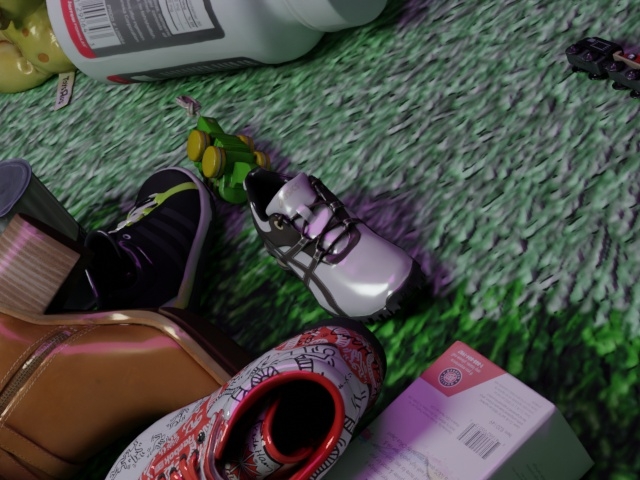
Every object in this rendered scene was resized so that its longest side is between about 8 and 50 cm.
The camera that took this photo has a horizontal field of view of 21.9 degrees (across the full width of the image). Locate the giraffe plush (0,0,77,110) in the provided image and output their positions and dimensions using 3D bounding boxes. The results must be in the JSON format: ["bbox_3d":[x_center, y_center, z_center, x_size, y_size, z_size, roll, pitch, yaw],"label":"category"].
[{"bbox_3d":[-0.328,-0.261,1.798,0.181,0.170,0.210,-32,36,7],"label":"giraffe plush"}]

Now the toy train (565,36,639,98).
[{"bbox_3d":[0.251,-0.131,1.301,0.036,0.027,0.158,-34,34,-15],"label":"toy train"}]

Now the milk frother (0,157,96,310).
[{"bbox_3d":[-0.285,0.019,1.487,0.129,0.135,0.143,17,62,49],"label":"milk frother"}]

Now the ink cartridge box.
[{"bbox_3d":[0.066,0.172,1.085,0.198,0.067,0.115,-42,35,-9],"label":"ink cartridge box"}]

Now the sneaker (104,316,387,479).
[{"bbox_3d":[-0.075,0.156,1.132,0.270,0.090,0.145,-38,2,13],"label":"sneaker"}]

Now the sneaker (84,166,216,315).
[{"bbox_3d":[-0.151,0.004,1.409,0.084,0.097,0.235,-37,33,26],"label":"sneaker"}]

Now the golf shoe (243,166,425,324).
[{"bbox_3d":[0.000,0.000,1.308,0.077,0.094,0.198,-46,39,-14],"label":"golf shoe"}]

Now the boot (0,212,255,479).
[{"bbox_3d":[-0.180,0.138,1.264,0.220,0.283,0.109,-60,-5,3],"label":"boot"}]

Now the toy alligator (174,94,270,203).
[{"bbox_3d":[-0.097,-0.076,1.510,0.190,0.056,0.051,45,124,54],"label":"toy alligator"}]

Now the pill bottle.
[{"bbox_3d":[-0.096,-0.251,1.590,0.318,0.176,0.176,-3,48,37],"label":"pill bottle"}]
